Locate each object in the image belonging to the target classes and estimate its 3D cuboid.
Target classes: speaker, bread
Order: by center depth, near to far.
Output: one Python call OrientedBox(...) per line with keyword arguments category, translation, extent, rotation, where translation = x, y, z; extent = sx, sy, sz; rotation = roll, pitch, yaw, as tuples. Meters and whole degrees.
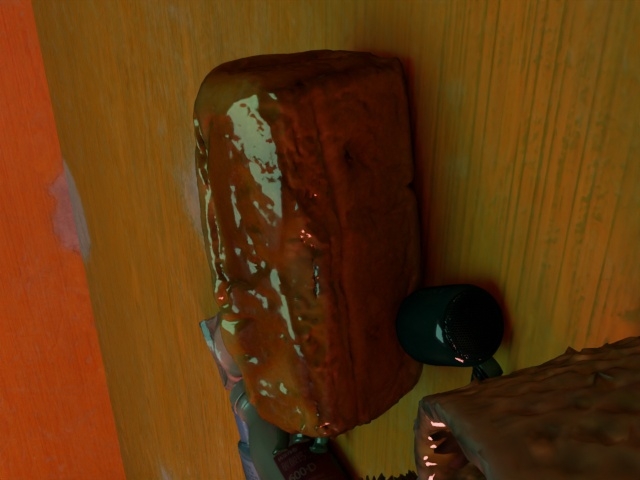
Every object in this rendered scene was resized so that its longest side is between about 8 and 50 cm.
OrientedBox(category="speaker", translation=(0.108, 0.074, 0.602), extent=(0.094, 0.060, 0.075), rotation=(41, 161, -15))
OrientedBox(category="bread", translation=(0.000, 0.000, 0.644), extent=(0.132, 0.167, 0.294), rotation=(8, 114, 39))

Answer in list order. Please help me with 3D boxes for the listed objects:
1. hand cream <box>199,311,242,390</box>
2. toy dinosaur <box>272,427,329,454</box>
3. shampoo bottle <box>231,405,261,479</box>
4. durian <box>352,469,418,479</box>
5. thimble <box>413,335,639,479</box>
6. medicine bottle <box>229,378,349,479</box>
OrientedBox(category="hand cream", translation=(-0.132, 0.158, 1.171), extent=(0.336, 0.076, 0.121), rotation=(143, 110, -72))
OrientedBox(category="toy dinosaur", translation=(0.002, 0.173, 0.838), extent=(0.292, 0.079, 0.120), rotation=(171, 105, -68))
OrientedBox(category="shampoo bottle", translation=(-0.071, 0.343, 1.143), extent=(0.104, 0.061, 0.258), rotation=(8, 113, 65))
OrientedBox(category="durian", translation=(0.072, 0.257, 0.660), extent=(0.159, 0.198, 0.146), rotation=(-24, 79, 22))
OrientedBox(category="thimble", translation=(0.152, 0.179, 0.354), extent=(0.271, 0.150, 0.271), rotation=(166, 90, -84))
OrientedBox(category="medicine bottle", translation=(-0.038, 0.257, 0.980), extent=(0.217, 0.090, 0.090), rotation=(53, 149, 40))
